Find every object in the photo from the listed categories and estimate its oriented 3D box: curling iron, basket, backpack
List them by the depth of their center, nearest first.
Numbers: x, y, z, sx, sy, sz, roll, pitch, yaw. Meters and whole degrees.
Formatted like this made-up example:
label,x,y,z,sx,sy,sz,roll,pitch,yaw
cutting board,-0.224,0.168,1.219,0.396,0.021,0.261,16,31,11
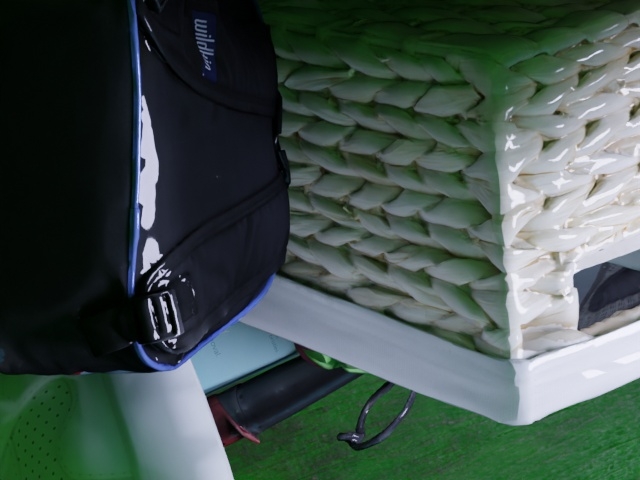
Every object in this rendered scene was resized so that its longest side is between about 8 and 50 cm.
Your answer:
label,x,y,z,sx,sy,sz,roll,pitch,yaw
backpack,-0.056,-0.024,0.470,0.084,0.105,0.114,1,-172,17
basket,0.040,-0.027,0.563,0.113,0.103,0.167,-20,-158,-33
curling iron,-0.055,0.101,1.031,0.274,0.035,0.068,-25,176,13

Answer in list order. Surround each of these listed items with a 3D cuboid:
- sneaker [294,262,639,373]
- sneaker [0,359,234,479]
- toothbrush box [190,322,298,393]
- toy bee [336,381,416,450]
label,x,y,z,sx,sy,sz,roll,pitch,yaw
sneaker,0.128,-0.018,0.892,0.202,0.185,0.483,-5,-176,19
sneaker,-0.122,0.063,0.555,0.169,0.108,0.292,-18,-150,-14
toothbrush box,-0.130,0.051,1.086,0.295,0.126,0.216,-19,175,-35
toy bee,0.000,0.000,1.291,0.195,0.162,0.298,-52,-168,-1
